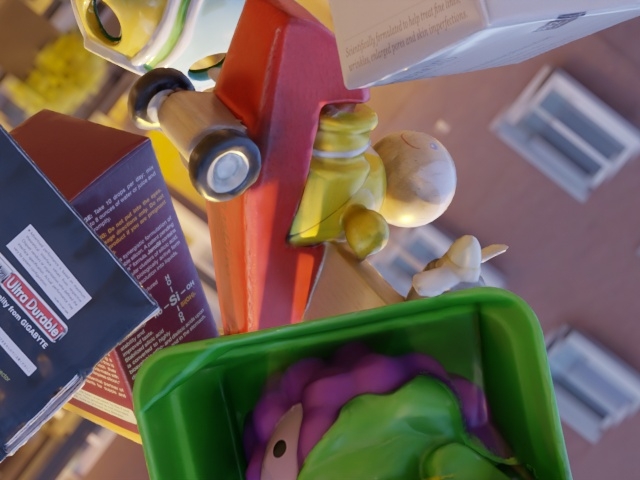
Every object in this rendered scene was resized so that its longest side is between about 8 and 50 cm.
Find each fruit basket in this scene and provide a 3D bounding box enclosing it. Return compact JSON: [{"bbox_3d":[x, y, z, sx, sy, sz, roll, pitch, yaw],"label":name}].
[{"bbox_3d":[0.049,0.219,1.064,0.283,0.392,0.392,-11,-159,18],"label":"fruit basket"}]

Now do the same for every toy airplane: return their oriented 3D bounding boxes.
[{"bbox_3d":[0.000,0.000,1.696,0.272,0.386,0.384,-21,173,-21],"label":"toy airplane"}]

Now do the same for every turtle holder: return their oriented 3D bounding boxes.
[{"bbox_3d":[-0.148,-0.277,1.989,0.227,0.243,0.320,-65,172,6],"label":"turtle holder"}]

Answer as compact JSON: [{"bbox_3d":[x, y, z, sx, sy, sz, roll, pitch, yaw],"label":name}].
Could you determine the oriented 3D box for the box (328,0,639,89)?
[{"bbox_3d":[0.081,-0.187,1.025,0.119,0.182,0.181,-10,178,-22],"label":"box"}]

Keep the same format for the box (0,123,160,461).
[{"bbox_3d":[-0.261,-0.001,0.777,0.257,0.322,0.079,-46,-156,-14],"label":"box"}]

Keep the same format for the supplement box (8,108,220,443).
[{"bbox_3d":[-0.138,0.023,1.211,0.104,0.188,0.081,18,-133,40],"label":"supplement box"}]
